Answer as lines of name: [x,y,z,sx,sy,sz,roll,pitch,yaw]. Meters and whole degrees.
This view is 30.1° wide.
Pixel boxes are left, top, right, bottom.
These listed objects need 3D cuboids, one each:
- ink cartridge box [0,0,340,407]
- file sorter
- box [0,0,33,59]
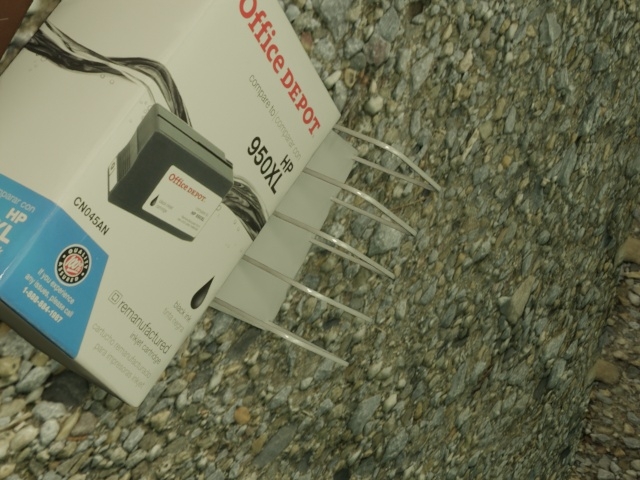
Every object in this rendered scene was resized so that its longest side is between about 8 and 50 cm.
ink cartridge box: [-0.183,-0.077,1.182,0.395,0.166,0.285,-56,148,-15]
file sorter: [0.000,0.000,1.510,0.277,0.173,0.193,-62,149,-3]
box: [-0.272,-0.216,0.741,0.143,0.191,0.381,-19,163,-43]
